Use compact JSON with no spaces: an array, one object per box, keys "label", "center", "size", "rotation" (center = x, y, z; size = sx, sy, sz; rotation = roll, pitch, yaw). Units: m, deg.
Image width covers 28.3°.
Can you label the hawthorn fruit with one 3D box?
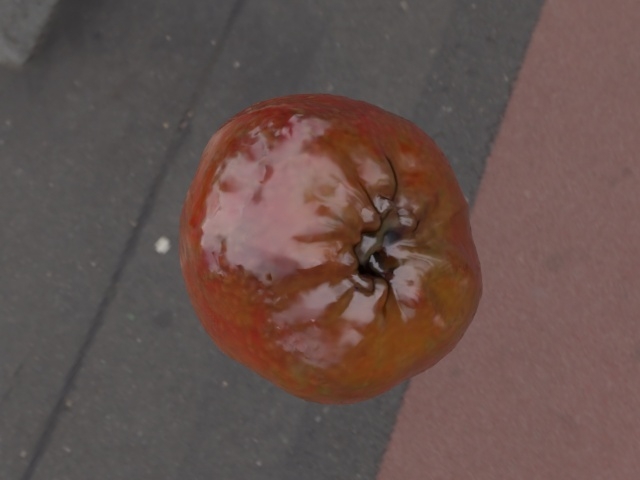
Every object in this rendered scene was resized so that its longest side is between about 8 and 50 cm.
[{"label":"hawthorn fruit","center":[0.000,0.000,0.486],"size":[0.128,0.128,0.128],"rotation":[-12,59,20]}]
